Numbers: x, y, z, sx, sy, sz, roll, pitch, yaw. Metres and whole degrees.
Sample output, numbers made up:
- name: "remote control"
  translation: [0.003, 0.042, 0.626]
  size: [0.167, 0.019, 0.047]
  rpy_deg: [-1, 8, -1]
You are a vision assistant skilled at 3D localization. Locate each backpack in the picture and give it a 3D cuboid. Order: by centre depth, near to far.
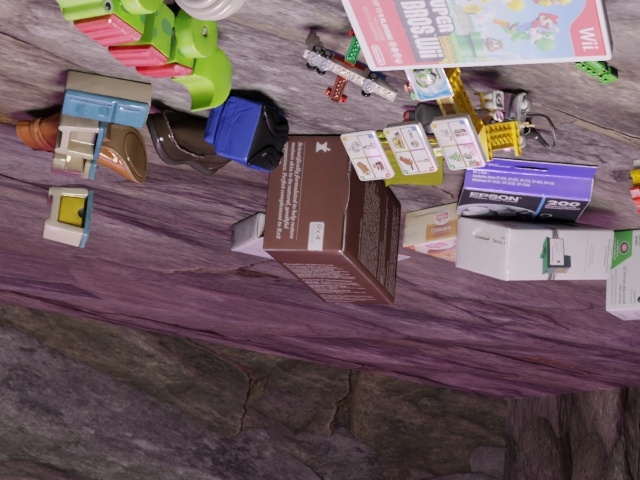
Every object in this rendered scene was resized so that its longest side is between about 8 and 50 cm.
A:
- name: "backpack"
  translation: [-0.103, -0.157, 2.034]
  size: [0.101, 0.098, 0.120]
  rpy_deg: [22, -178, 25]

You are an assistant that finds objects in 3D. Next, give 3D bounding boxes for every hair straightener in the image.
- name: "hair straightener"
  translation: [0.236, -0.160, 1.987]
  size: [0.230, 0.047, 0.089]
  rpy_deg: [10, 165, -18]

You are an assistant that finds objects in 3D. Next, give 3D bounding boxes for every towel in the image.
- name: "towel"
  translation: [0.143, -0.124, 2.217]
  size: [0.102, 0.021, 0.237]
  rpy_deg: [4, 166, 6]

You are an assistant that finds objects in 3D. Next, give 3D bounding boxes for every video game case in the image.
- name: "video game case"
  translation: [0.165, -0.263, 1.542]
  size: [0.285, 0.025, 0.204]
  rpy_deg: [0, 147, 20]

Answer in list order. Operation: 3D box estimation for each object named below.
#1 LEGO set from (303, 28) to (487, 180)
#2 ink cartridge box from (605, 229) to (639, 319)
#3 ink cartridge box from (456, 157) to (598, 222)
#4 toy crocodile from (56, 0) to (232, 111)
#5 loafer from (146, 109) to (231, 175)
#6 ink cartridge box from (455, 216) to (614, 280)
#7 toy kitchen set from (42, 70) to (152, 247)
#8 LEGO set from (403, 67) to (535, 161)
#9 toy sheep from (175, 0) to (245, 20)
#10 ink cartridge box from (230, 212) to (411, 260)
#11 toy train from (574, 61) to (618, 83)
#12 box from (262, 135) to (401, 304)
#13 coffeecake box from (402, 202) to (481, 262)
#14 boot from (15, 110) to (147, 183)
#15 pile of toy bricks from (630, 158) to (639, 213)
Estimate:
- name: "LEGO set"
  translation: [0.088, -0.189, 1.739]
  size: [0.182, 0.060, 0.244]
  rpy_deg: [-6, 128, 31]
- name: "ink cartridge box"
  translation: [0.621, 0.057, 2.496]
  size: [0.208, 0.153, 0.087]
  rpy_deg: [-6, 162, 34]
- name: "ink cartridge box"
  translation: [0.331, -0.080, 2.281]
  size: [0.206, 0.045, 0.208]
  rpy_deg: [5, 165, 2]
- name: "toy crocodile"
  translation: [-0.218, -0.253, 1.668]
  size: [0.115, 0.105, 0.340]
  rpy_deg: [-2, 164, 25]
- name: "loafer"
  translation: [-0.190, -0.158, 2.121]
  size: [0.078, 0.080, 0.220]
  rpy_deg: [-25, 166, 17]
- name: "ink cartridge box"
  translation: [0.360, 0.013, 2.385]
  size: [0.219, 0.092, 0.160]
  rpy_deg: [0, -172, -27]
- name: "toy kitchen set"
  translation: [-0.324, -0.110, 2.029]
  size: [0.122, 0.166, 0.207]
  rpy_deg: [8, 147, -12]
- name: "LEGO set"
  translation: [0.165, -0.167, 1.814]
  size: [0.107, 0.132, 0.287]
  rpy_deg: [-4, 163, 36]
- name: "toy sheep"
  translation: [-0.127, -0.285, 1.552]
  size: [0.091, 0.091, 0.132]
  rpy_deg: [-1, -177, 23]
- name: "ink cartridge box"
  translation: [0.000, 0.000, 2.678]
  size: [0.275, 0.060, 0.239]
  rpy_deg: [13, 163, -25]
- name: "toy train"
  translation: [0.350, -0.219, 1.782]
  size: [0.024, 0.017, 0.083]
  rpy_deg: [-19, 154, 37]
- name: "box"
  translation: [0.027, -0.024, 2.308]
  size: [0.143, 0.191, 0.381]
  rpy_deg: [2, 165, 14]
- name: "coffeecake box"
  translation: [0.265, -0.007, 2.538]
  size: [0.185, 0.068, 0.142]
  rpy_deg: [16, 163, -36]
- name: "boot"
  translation: [-0.370, -0.148, 2.206]
  size: [0.152, 0.073, 0.197]
  rpy_deg: [-3, 151, 23]
- name: "pile of toy bricks"
  translation: [0.571, -0.053, 2.172]
  size: [0.118, 0.105, 0.212]
  rpy_deg: [-8, 161, 41]
